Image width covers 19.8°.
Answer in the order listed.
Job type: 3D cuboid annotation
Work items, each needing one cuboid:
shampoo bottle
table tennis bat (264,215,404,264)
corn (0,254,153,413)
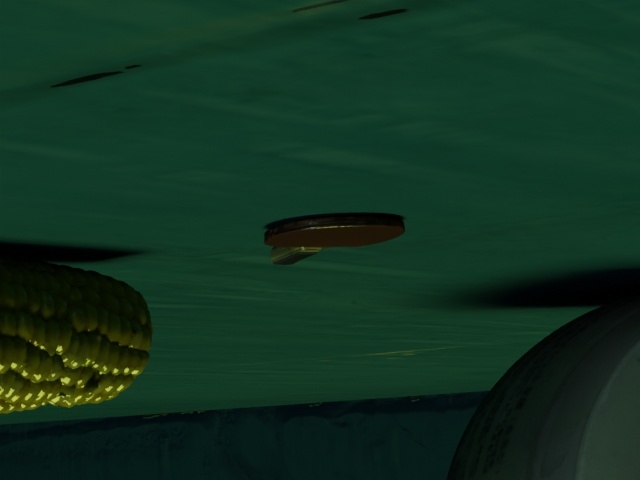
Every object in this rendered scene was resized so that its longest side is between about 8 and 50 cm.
[{"bbox_3d":[0.208,0.159,0.989,0.273,0.273,0.266,-1,168,-12],"label":"shampoo bottle"},{"bbox_3d":[0.000,0.000,0.682,0.050,0.007,0.083,-1,171,-22],"label":"table tennis bat"},{"bbox_3d":[-0.150,0.036,0.677,0.206,0.067,0.067,3,171,-43],"label":"corn"}]
